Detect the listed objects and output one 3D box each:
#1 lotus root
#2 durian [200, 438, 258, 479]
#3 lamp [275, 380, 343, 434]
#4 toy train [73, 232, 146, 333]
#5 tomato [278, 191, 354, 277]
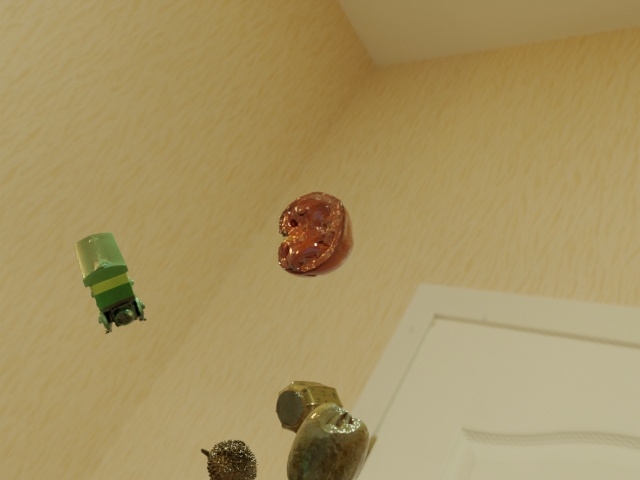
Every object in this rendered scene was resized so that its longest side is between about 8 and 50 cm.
[{"bbox_3d":[0.005,0.346,1.067,0.113,0.192,0.088,27,14,9],"label":"lotus root"},{"bbox_3d":[-0.164,0.424,1.301,0.071,0.110,0.140,-21,-48,33],"label":"durian"},{"bbox_3d":[-0.033,0.495,2.014,0.161,0.161,0.185,5,-8,43],"label":"lamp"},{"bbox_3d":[-0.555,0.108,1.795,0.301,0.120,0.202,39,-34,59],"label":"toy train"},{"bbox_3d":[0.000,0.000,1.744,0.201,0.232,0.139,-9,-29,30],"label":"tomato"}]
